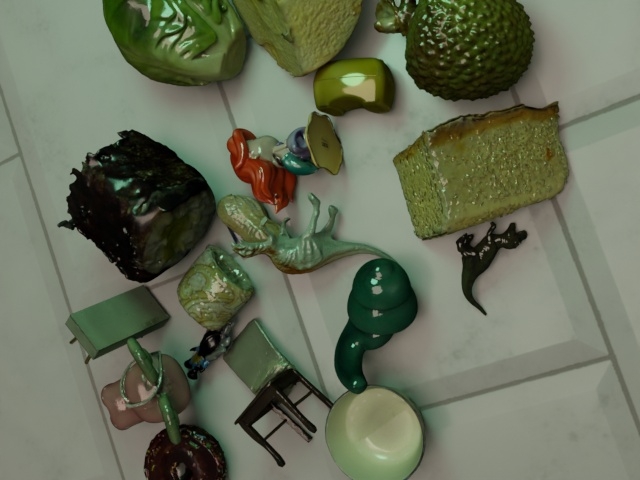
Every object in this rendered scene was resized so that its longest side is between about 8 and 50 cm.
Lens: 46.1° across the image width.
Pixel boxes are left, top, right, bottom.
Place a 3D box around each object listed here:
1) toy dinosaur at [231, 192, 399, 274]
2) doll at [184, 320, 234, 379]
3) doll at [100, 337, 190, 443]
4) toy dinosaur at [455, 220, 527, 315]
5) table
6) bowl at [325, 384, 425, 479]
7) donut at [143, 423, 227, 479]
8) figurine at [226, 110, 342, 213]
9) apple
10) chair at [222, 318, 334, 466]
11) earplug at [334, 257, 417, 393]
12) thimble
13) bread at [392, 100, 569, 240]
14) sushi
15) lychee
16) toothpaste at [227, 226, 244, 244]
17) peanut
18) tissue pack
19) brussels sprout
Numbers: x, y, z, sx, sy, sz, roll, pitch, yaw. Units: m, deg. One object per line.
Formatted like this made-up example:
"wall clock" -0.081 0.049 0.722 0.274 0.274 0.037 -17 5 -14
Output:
"toy dinosaur" 0.000 0.000 1.774 0.393 0.092 0.205 18 100 -11
"doll" -0.282 0.273 1.928 0.195 0.070 0.096 -48 49 20
"doll" -0.433 0.385 1.883 0.216 0.268 0.284 -26 85 -18
"toy dinosaur" 0.380 0.055 1.650 0.187 0.087 0.179 -32 80 21
"table" -0.533 0.226 1.944 0.121 0.240 0.111 49 127 13
"bowl" 0.140 0.437 1.741 0.238 0.126 0.237 1 94 21
"donut" -0.344 0.589 1.958 0.235 0.089 0.235 1 92 21
"figurine" -0.096 -0.185 1.782 0.257 0.181 0.208 -14 117 28
"apple" -0.072 -0.555 1.714 0.309 0.252 0.314 48 120 47
"chair" -0.130 0.358 1.816 0.319 0.186 0.160 44 113 12
"earplug" 0.109 0.172 1.693 0.164 0.257 0.280 28 134 35
"thimble" -0.270 0.115 1.881 0.143 0.137 0.190 -47 64 16
"bread" 0.342 -0.156 1.668 0.315 0.279 0.248 -14 88 -21
"sushi" -0.443 -0.080 1.858 0.294 0.281 0.299 36 116 16
"lychee" 0.287 -0.433 1.576 0.320 0.270 0.270 33 107 -18
"toothpaste" -0.219 -0.025 1.915 0.037 0.021 0.140 -31 83 19
"peanut" -0.163 -0.038 1.857 0.214 0.098 0.090 42 144 13
"tissue pack" 0.077 -0.357 1.727 0.178 0.123 0.127 -1 88 22
"brussels sprout" -0.346 -0.521 1.807 0.355 0.281 0.289 31 80 -1
